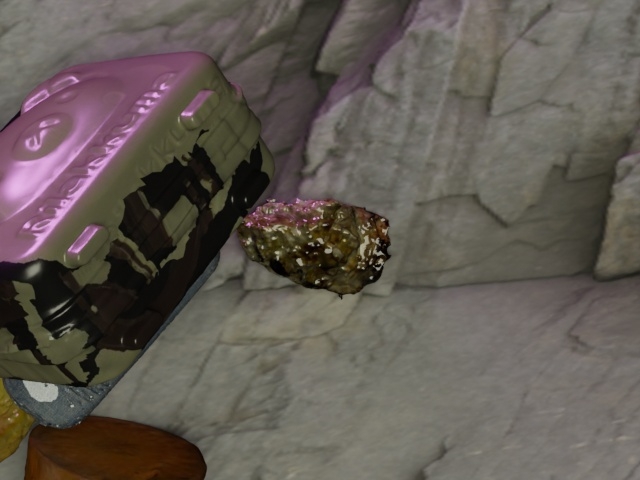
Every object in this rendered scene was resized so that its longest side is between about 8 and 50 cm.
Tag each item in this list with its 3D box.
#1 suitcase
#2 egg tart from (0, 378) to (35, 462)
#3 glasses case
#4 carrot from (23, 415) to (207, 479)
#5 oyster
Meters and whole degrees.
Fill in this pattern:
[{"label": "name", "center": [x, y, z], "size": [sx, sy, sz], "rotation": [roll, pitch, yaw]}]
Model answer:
[{"label": "suitcase", "center": [-0.256, -0.030, 1.503], "size": [0.351, 0.339, 0.194], "rotation": [-53, 126, -32]}, {"label": "egg tart", "center": [-0.391, 0.152, 1.593], "size": [0.212, 0.090, 0.212], "rotation": [20, 49, -25]}, {"label": "glasses case", "center": [-0.217, 0.073, 1.620], "size": [0.109, 0.067, 0.282], "rotation": [45, 69, -11]}, {"label": "carrot", "center": [-0.237, 0.331, 1.622], "size": [0.196, 0.196, 0.254], "rotation": [13, 101, -9]}, {"label": "oyster", "center": [-0.008, 0.000, 1.683], "size": [0.177, 0.056, 0.105], "rotation": [22, 99, -14]}]
